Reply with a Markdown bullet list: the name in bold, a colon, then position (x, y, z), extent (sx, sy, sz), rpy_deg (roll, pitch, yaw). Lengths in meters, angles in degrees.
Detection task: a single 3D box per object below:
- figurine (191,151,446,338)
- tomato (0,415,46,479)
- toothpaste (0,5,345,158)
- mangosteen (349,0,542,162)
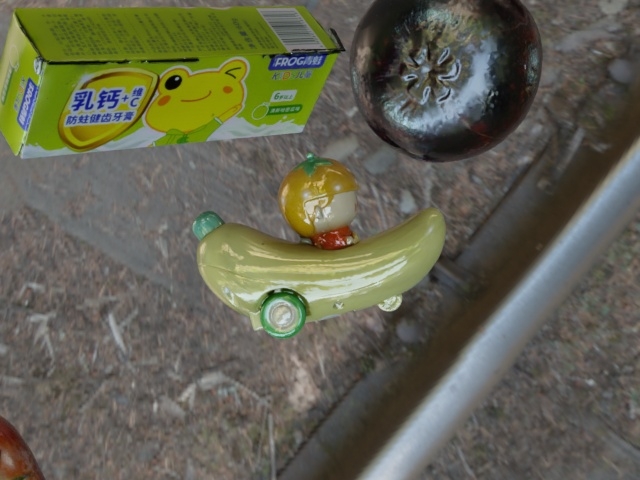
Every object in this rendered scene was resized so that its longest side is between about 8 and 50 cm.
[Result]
- **figurine**: position (0.000, 0.000, 1.499), extent (0.324, 0.124, 0.222), rpy_deg (-13, 88, 2)
- **tomato**: position (-0.356, 0.265, 1.153), extent (0.225, 0.085, 0.225), rpy_deg (17, 64, -39)
- **toothpaste**: position (-0.136, -0.153, 1.078), extent (0.327, 0.077, 0.110), rpy_deg (-10, 142, -37)
- **mangosteen**: position (0.137, -0.191, 1.281), extent (0.216, 0.216, 0.216), rpy_deg (-3, 106, -9)
